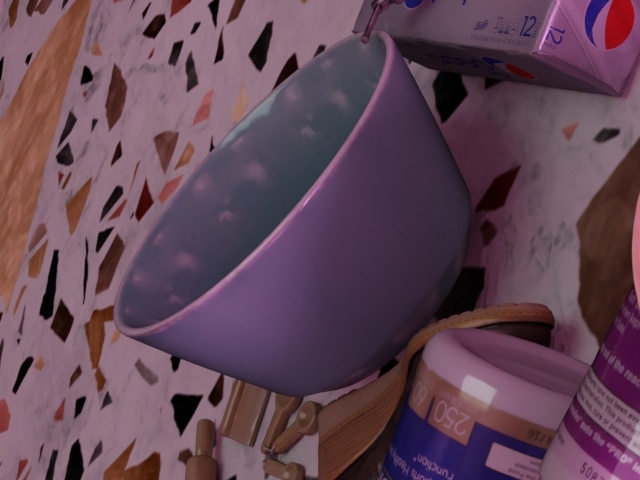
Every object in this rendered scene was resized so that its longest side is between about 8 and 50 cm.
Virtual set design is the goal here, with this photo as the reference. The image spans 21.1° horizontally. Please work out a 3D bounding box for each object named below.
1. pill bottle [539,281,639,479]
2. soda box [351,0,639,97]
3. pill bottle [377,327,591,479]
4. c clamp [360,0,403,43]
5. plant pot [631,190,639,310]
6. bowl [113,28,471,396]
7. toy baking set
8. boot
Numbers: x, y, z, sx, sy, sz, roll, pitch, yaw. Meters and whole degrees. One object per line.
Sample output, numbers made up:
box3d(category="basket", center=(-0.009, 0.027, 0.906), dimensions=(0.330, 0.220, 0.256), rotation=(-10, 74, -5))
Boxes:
box3d(category="pill bottle", center=(0.256, 0.040, 0.928), dimensions=(0.301, 0.169, 0.169), rotation=(-65, 29, 11))
box3d(category="soda box", center=(0.140, -0.183, 1.353), dimensions=(0.286, 0.091, 0.098), rotation=(19, 87, 62))
box3d(category="pill bottle", center=(0.100, 0.202, 1.106), dimensions=(0.153, 0.153, 0.265), rotation=(36, 110, 61))
box3d(category="c clamp", center=(0.100, -0.229, 1.331), dimensions=(0.160, 0.022, 0.137), rotation=(-36, 25, 29))
box3d(category="plant pot", center=(0.268, 0.003, 0.810), dimensions=(0.236, 0.032, 0.236), rotation=(-6, 73, 20))
box3d(category="bowl", center=(0.000, 0.000, 1.353), dimensions=(0.311, 0.163, 0.311), rotation=(-43, 19, 18))
box3d(category="toy baking set", center=(-0.069, 0.229, 1.520), dimensions=(0.197, 0.030, 0.256), rotation=(-30, 48, 50))
box3d(category="boot", center=(0.099, 0.177, 1.240), dimensions=(0.248, 0.090, 0.207), rotation=(-37, 57, 39))
